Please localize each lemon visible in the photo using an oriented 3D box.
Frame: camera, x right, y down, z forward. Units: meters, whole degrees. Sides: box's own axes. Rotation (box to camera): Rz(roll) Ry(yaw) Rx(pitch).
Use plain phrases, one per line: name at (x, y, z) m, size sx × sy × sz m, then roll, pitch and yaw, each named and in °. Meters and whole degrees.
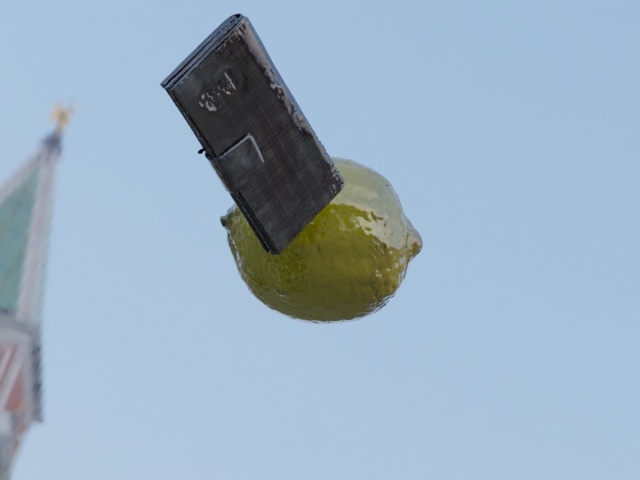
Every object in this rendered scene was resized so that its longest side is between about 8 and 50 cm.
lemon at (0.000, 0.000, 2.009) m, size 0.231 × 0.192 × 0.192 m, roll 7°, pitch -42°, yaw 1°

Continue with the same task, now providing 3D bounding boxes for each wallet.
wallet at (-0.066, -0.106, 1.815) m, size 0.042 × 0.124 × 0.230 m, roll 15°, pitch -36°, yaw 48°
